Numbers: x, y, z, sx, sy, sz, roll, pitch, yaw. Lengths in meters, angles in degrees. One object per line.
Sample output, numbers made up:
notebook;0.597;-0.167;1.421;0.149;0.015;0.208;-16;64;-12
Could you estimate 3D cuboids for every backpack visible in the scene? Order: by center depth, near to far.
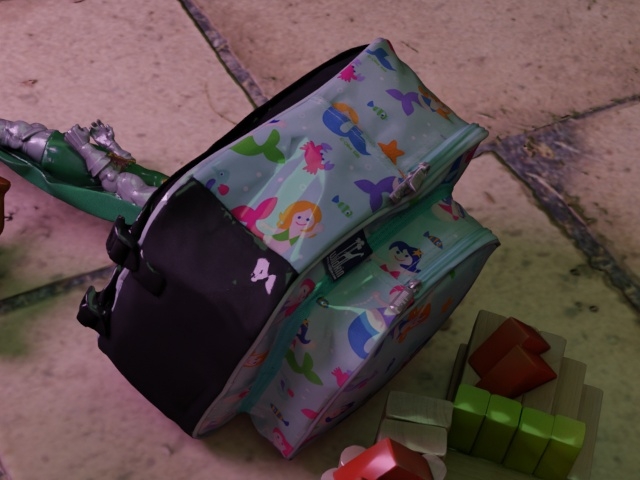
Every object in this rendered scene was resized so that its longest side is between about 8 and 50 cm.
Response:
backpack;0.000;0.000;0.784;0.191;0.225;0.253;38;54;4

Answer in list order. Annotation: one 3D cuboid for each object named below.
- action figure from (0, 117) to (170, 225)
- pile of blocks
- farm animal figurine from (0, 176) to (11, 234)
action figure;-0.177;-0.057;0.899;0.232;0.063;0.137;24;7;1
pile of blocks;0.068;0.160;0.725;0.149;0.113;0.362;36;52;22
farm animal figurine;-0.363;0.012;0.725;0.326;0.172;0.330;23;10;12
